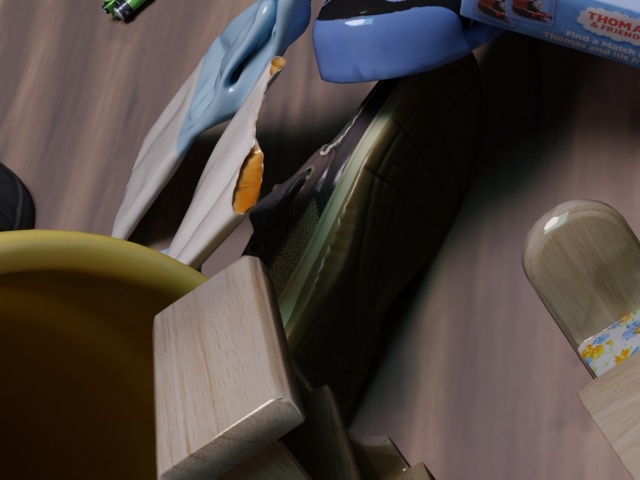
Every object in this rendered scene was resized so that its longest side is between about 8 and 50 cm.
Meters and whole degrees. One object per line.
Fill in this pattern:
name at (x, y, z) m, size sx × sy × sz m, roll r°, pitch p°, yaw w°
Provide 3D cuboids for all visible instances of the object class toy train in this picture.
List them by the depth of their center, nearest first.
toy train at (-0.101, -0.167, 0.903) m, size 0.083 × 0.017 × 0.023 m, roll -43°, pitch 53°, yaw -5°

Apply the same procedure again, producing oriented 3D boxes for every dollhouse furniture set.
dollhouse furniture set at (0.093, 0.039, 0.440) m, size 0.242 × 0.161 × 0.212 m, roll -34°, pitch 20°, yaw 5°

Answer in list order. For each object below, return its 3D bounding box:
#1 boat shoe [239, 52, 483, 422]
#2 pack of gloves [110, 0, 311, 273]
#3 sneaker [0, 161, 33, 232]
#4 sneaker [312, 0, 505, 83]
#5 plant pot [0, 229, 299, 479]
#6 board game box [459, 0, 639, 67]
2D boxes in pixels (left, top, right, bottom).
boat shoe at (0.000, 0.001, 0.646) m, size 0.073 × 0.080 × 0.224 m, roll 13°, pitch 67°, yaw 35°
pack of gloves at (-0.047, -0.026, 0.676) m, size 0.232 × 0.046 × 0.195 m, roll -46°, pitch 24°, yaw 50°
sneaker at (-0.197, -0.006, 0.777) m, size 0.051 × 0.089 × 0.170 m, roll -28°, pitch 44°, yaw 11°
sneaker at (0.061, -0.150, 0.663) m, size 0.081 × 0.090 × 0.232 m, roll 1°, pitch 29°, yaw 35°
plant pot at (-0.155, 0.126, 0.540) m, size 0.239 × 0.254 × 0.254 m, roll -3°, pitch 52°, yaw 50°
board game box at (0.183, -0.131, 0.597) m, size 0.211 × 0.039 × 0.160 m, roll 18°, pitch 63°, yaw 11°
